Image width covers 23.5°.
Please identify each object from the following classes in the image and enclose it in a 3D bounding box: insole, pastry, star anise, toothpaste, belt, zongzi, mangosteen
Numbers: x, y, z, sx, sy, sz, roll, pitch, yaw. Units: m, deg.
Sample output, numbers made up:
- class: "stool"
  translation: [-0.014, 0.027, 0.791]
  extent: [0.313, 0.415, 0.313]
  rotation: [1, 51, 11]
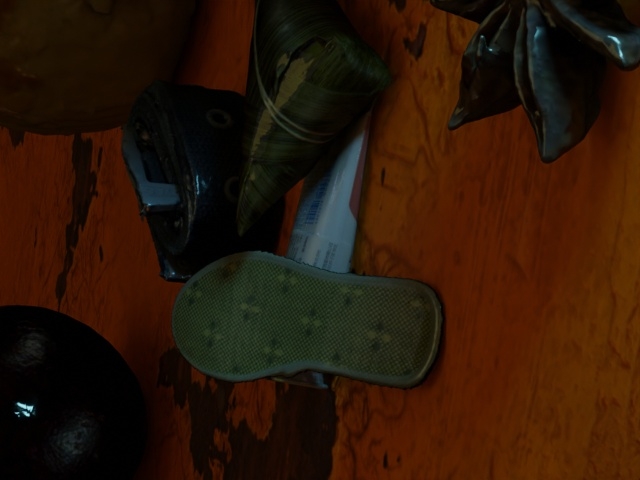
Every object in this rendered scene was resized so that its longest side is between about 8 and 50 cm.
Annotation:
- class: "insole"
  translation: [-0.022, 0.063, 1.188]
  extent: [0.322, 0.007, 0.109]
  rotation: [3, 83, 50]
- class: "pastry"
  translation: [-0.307, -0.301, 1.681]
  extent: [0.388, 0.312, 0.389]
  rotation: [-177, 90, -72]
- class: "star anise"
  translation: [0.131, -0.176, 0.904]
  extent: [0.230, 0.081, 0.263]
  rotation: [173, 89, -67]
- class: "toothpaste"
  translation: [0.000, 0.000, 1.230]
  extent: [0.089, 0.057, 0.234]
  rotation: [1, 81, 63]
- class: "belt"
  translation: [-0.123, -0.067, 1.429]
  extent: [0.218, 0.128, 0.122]
  rotation: [-114, 36, -47]
- class: "zongzi"
  translation: [-0.038, -0.123, 1.250]
  extent: [0.184, 0.084, 0.187]
  rotation: [-54, 33, 23]
- class: "mangosteen"
  translation: [-0.332, 0.243, 1.692]
  extent: [0.307, 0.306, 0.347]
  rotation: [47, 159, 61]
